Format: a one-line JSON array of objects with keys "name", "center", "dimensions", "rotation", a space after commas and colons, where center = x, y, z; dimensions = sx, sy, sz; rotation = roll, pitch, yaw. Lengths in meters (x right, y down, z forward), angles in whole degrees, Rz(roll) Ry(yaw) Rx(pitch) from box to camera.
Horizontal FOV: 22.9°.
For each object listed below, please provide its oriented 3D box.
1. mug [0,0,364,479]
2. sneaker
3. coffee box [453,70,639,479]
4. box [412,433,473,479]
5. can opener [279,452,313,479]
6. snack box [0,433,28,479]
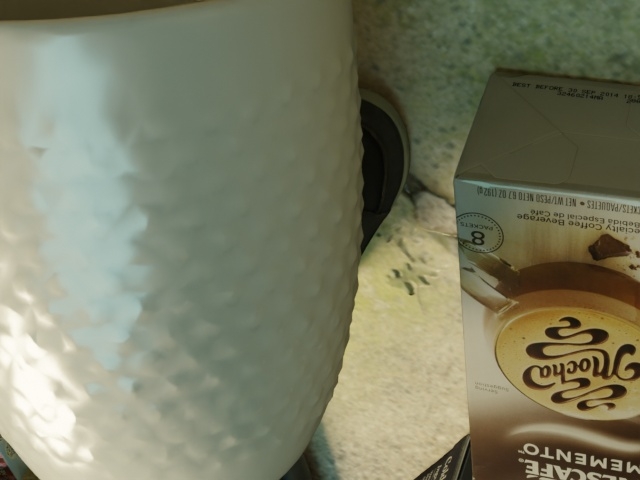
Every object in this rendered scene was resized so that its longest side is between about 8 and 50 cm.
[{"name": "mug", "center": [-0.125, -0.025, 1.020], "dimensions": [0.276, 0.374, 0.328], "rotation": [-13, 113, -19]}, {"name": "sneaker", "center": [0.000, 0.000, 1.119], "dimensions": [0.083, 0.118, 0.222], "rotation": [21, 137, 4]}, {"name": "coffee box", "center": [0.189, 0.044, 1.076], "dimensions": [0.168, 0.119, 0.297], "rotation": [7, 134, 17]}, {"name": "box", "center": [0.162, 0.381, 1.377], "dimensions": [0.343, 0.179, 0.312], "rotation": [32, 135, -9]}, {"name": "can opener", "center": [-0.067, 0.169, 1.368], "dimensions": [0.095, 0.076, 0.283], "rotation": [32, 150, 43]}, {"name": "snack box", "center": [-0.385, 0.142, 1.468], "dimensions": [0.207, 0.070, 0.174], "rotation": [1, 133, 26]}]
